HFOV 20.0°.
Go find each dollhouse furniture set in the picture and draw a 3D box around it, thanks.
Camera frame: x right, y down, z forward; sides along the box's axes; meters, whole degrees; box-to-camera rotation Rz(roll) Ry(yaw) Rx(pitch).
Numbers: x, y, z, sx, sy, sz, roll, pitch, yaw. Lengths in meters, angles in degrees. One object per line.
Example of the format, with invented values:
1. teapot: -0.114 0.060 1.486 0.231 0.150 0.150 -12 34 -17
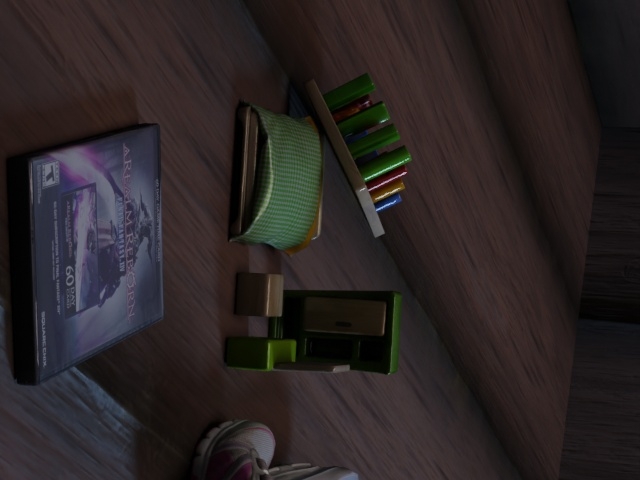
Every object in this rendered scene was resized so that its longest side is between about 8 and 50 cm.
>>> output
1. dollhouse furniture set: 0.000 0.000 2.076 0.197 0.151 0.301 8 85 -72

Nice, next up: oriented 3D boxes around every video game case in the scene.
1. video game case: -0.207 0.004 1.651 0.274 0.026 0.196 -27 119 -68

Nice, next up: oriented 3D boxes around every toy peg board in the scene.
1. toy peg board: 0.058 -0.112 2.213 0.160 0.079 0.161 63 2 -67

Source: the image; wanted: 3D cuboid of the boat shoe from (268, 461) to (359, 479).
1. boat shoe: -0.031 0.295 2.133 0.095 0.084 0.258 -62 159 3

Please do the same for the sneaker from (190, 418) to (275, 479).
1. sneaker: -0.086 0.283 1.921 0.252 0.111 0.103 -62 149 -53
